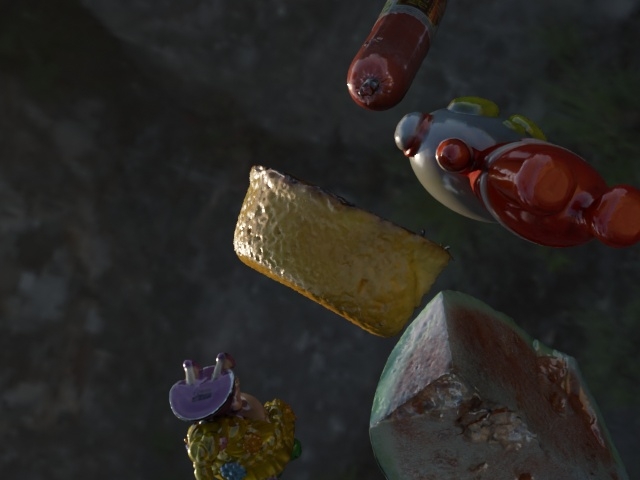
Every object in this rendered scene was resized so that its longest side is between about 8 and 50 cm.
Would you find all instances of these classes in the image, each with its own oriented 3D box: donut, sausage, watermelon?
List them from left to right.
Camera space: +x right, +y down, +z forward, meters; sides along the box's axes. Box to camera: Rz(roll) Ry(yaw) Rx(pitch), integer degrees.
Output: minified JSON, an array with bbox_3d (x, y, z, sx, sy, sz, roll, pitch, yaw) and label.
[{"bbox_3d":[-0.005,-0.003,1.600,0.101,0.152,0.259,-62,19,-1],"label":"donut"},{"bbox_3d":[0.047,-0.118,0.976,0.034,0.034,0.253,-54,6,25],"label":"sausage"},{"bbox_3d":[0.194,0.200,1.924,0.224,0.305,0.180,-59,27,-8],"label":"watermelon"}]

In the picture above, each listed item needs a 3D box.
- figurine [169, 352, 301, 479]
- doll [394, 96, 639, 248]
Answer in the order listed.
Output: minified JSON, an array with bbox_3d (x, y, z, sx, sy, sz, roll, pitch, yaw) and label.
[{"bbox_3d":[-0.071,0.187,1.620,0.095,0.156,0.115,-6,52,24],"label":"figurine"},{"bbox_3d":[0.168,-0.061,1.621,0.105,0.200,0.336,-68,19,3],"label":"doll"}]
